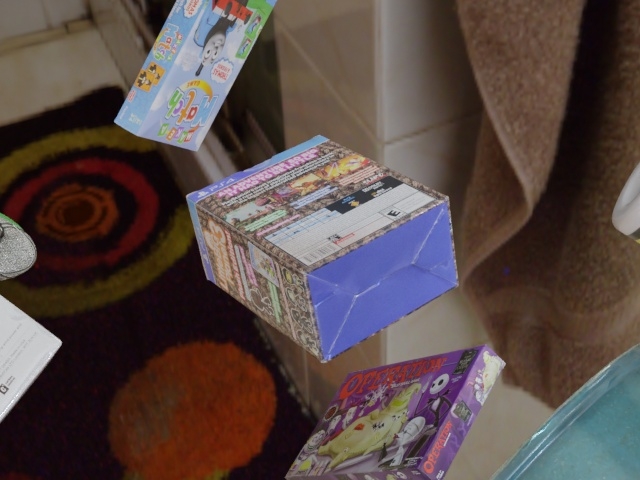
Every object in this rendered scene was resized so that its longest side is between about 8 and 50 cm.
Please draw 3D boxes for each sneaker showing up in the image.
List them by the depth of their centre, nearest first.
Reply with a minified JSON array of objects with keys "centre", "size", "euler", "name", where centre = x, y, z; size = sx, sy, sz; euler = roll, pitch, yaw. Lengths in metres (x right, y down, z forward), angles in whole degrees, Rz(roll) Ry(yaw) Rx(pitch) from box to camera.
[{"centre":[-0.585,-0.007,1.749],"size":[0.146,0.343,0.134],"euler":[10,82,40],"name":"sneaker"}]

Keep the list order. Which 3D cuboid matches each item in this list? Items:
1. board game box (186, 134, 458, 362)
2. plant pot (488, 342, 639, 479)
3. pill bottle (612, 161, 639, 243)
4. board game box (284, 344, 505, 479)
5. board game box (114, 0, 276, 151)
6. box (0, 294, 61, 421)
[{"centre":[0.000,0.000,1.492],"size":[0.232,0.141,0.291],"euler":[-27,34,-25],"name":"board game box"},{"centre":[0.279,0.317,0.886],"size":[0.341,0.341,0.334],"euler":[-35,63,-26],"name":"plant pot"},{"centre":[0.654,-0.016,1.778],"size":[0.333,0.188,0.188],"euler":[32,53,1],"name":"pill bottle"},{"centre":[0.097,0.260,1.585],"size":[0.056,0.346,0.208],"euler":[47,58,-13],"name":"board game box"},{"centre":[-0.129,-0.204,1.210],"size":[0.039,0.160,0.212],"euler":[31,97,15],"name":"board game box"},{"centre":[-0.455,0.150,1.409],"size":[0.182,0.119,0.181],"euler":[39,72,-8],"name":"box"}]
